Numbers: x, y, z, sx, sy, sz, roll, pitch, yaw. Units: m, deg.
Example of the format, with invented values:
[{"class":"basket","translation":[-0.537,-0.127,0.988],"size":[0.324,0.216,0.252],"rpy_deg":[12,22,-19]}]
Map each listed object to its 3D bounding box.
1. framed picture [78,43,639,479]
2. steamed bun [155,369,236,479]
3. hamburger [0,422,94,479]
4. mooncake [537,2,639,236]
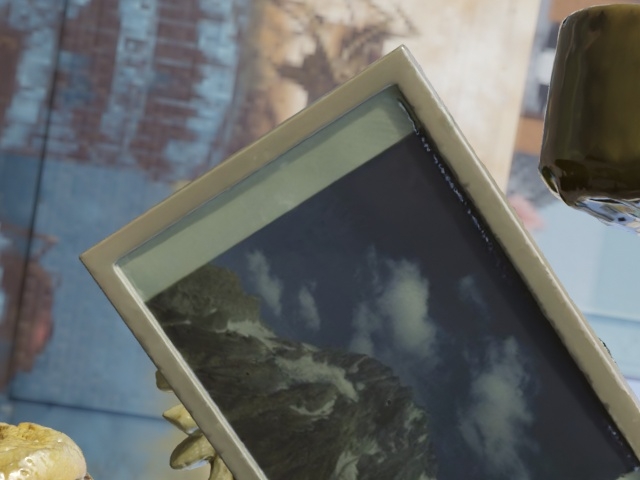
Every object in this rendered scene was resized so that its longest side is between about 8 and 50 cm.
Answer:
[{"class":"framed picture","translation":[0.035,0.069,0.806],"size":[0.209,0.281,0.019],"rpy_deg":[-33,-173,18]},{"class":"steamed bun","translation":[-0.069,0.195,2.000],"size":[0.189,0.247,0.428],"rpy_deg":[-28,95,-56]},{"class":"hamburger","translation":[-0.260,0.199,1.157],"size":[0.214,0.214,0.108],"rpy_deg":[166,-94,-82]},{"class":"mooncake","translation":[0.299,-0.068,1.162],"size":[0.284,0.284,0.155],"rpy_deg":[169,-65,-82]}]
